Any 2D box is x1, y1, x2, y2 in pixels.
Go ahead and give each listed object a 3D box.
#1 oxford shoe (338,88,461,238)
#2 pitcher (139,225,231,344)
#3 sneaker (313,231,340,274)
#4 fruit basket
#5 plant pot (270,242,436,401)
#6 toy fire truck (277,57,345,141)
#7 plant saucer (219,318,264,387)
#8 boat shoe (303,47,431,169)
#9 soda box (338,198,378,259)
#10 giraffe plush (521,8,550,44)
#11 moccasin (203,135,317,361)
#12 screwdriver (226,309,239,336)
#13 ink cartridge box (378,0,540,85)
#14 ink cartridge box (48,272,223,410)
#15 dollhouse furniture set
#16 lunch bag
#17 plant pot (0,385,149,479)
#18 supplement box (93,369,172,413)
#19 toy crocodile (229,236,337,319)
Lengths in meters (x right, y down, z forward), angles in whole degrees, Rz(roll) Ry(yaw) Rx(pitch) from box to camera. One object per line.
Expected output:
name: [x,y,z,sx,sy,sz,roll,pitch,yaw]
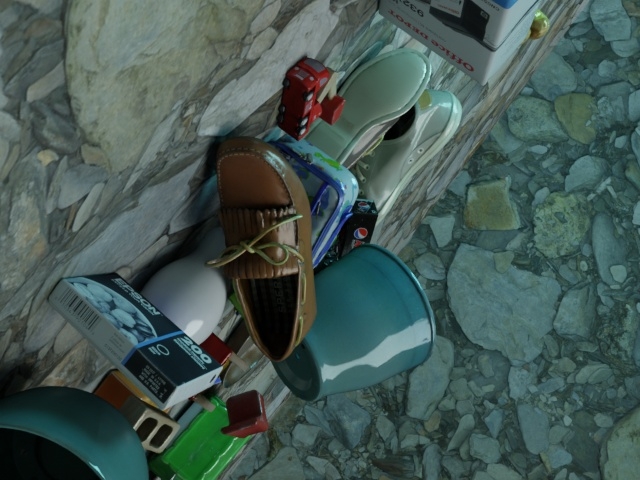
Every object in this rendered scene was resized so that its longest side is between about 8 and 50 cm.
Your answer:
oxford shoe: [0.120,-0.161,2.012,0.449,0.130,0.169,-50,-144,29]
pitcher: [-0.214,0.092,1.464,0.178,0.125,0.207,-43,-170,42]
sneaker: [0.000,0.000,1.960,0.276,0.135,0.097,-58,166,17]
fruit basket: [-0.312,0.509,2.298,0.327,0.165,0.353,-48,-177,-20]
plant pot: [0.040,0.177,1.818,0.255,0.272,0.272,-25,155,-31]
toy fire truck: [-0.008,-0.229,1.465,0.135,0.047,0.192,-47,166,-28]
plant saucer: [-0.148,0.218,2.231,0.310,0.050,0.310,-51,168,-15]
boat shoe: [0.068,-0.214,1.658,0.324,0.116,0.097,-46,172,-13]
soda box: [0.074,-0.007,1.992,0.053,0.060,0.169,-104,-156,-50]
giraffe plush: [0.353,-0.497,1.785,0.181,0.210,0.170,-21,151,-21]
moccasin: [-0.089,0.020,1.389,0.147,0.139,0.380,-72,164,-51]
screwdriver: [-0.186,0.166,2.024,0.024,0.025,0.170,-45,174,-39]
ink cartridge box: [0.213,-0.400,1.388,0.129,0.223,0.307,-50,168,-13]
ink cartridge box: [-0.230,0.124,1.238,0.045,0.206,0.208,-51,170,9]
dollhouse furniture set: [-0.234,0.325,1.396,0.374,0.201,0.152,-50,151,-6]
lunch bag: [-0.048,-0.049,1.512,0.219,0.176,0.090,-59,167,31]
plant pot: [-0.351,0.321,1.186,0.293,0.293,0.235,-56,-177,14]
supplement box: [-0.321,0.275,1.647,0.078,0.080,0.233,-52,171,4]
toy crocodile: [-0.059,0.025,1.850,0.340,0.115,0.105,-53,170,11]
